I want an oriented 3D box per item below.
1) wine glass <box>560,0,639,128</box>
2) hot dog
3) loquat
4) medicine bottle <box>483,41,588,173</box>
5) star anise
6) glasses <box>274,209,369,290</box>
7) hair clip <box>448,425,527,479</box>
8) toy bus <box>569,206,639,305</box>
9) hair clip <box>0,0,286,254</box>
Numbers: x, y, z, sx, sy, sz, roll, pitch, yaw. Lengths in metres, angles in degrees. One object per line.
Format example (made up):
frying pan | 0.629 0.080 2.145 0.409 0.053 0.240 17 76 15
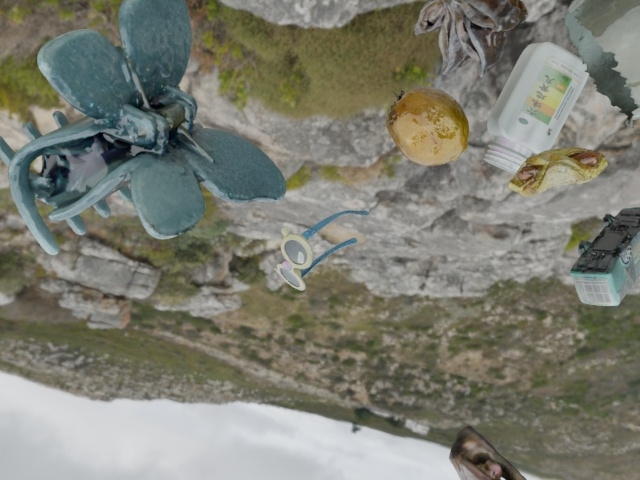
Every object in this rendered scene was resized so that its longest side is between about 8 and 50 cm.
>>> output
wine glass | 0.485 -0.299 0.656 0.323 0.237 0.238 -32 141 24
hot dog | 0.405 -0.126 0.950 0.169 0.078 0.061 -17 153 26
loquat | 0.263 -0.286 1.368 0.234 0.176 0.187 43 133 -9
medicine bottle | 0.555 -0.339 1.441 0.179 0.324 0.124 23 -168 -18
star anise | 0.224 -0.371 0.802 0.109 0.235 0.223 -19 -155 -10
glasses | 0.017 0.022 1.199 0.221 0.088 0.189 -19 151 -23
hair clip | 0.251 0.312 0.558 0.300 0.172 0.069 36 -172 30
toy bus | 0.576 0.022 1.050 0.091 0.262 0.109 0 118 53
hair clip | -0.282 -0.146 0.804 0.239 0.318 0.391 -17 112 30
